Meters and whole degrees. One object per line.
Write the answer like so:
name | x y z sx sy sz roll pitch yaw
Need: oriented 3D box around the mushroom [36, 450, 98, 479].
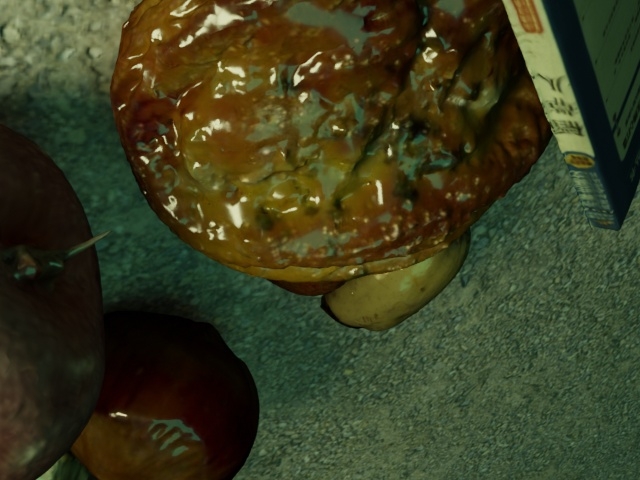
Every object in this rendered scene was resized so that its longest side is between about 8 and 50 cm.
mushroom | -0.287 0.275 0.795 0.189 0.164 0.267 -41 144 9

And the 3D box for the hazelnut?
hazelnut | -0.150 0.163 0.782 0.170 0.160 0.202 -36 132 1

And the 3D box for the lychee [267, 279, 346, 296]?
lychee | -0.002 0.003 0.762 0.140 0.114 0.101 -6 151 17

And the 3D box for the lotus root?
lotus root | 0.087 0.007 0.831 0.118 0.125 0.221 36 111 -23

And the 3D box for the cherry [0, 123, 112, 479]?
cherry | -0.269 0.054 0.521 0.307 0.261 0.221 -16 155 3

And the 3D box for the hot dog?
hot dog | 0.042 -0.122 0.623 0.387 0.174 0.267 -23 125 -15

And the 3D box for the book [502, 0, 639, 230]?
book | 0.228 -0.232 0.637 0.428 0.039 0.300 47 62 -51
